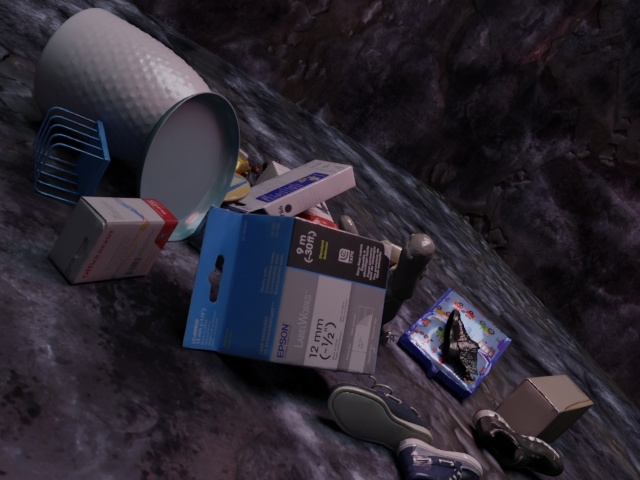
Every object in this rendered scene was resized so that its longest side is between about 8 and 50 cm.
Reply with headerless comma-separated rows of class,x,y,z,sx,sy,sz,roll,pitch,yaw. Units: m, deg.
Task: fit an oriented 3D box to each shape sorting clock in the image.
shape sorting clock,-0.279,-0.142,1.589,0.206,0.040,0.206,12,23,-5

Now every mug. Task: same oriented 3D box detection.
mug,-0.407,-0.290,1.450,0.328,0.276,0.374,31,-21,7

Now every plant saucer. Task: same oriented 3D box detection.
plant saucer,-0.274,-0.153,1.307,0.043,0.318,0.317,21,12,21

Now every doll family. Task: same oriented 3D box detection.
doll family,-0.152,-0.196,1.964,0.111,0.076,0.193,64,10,-10

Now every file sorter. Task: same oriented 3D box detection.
file sorter,-0.483,-0.162,1.219,0.104,0.118,0.170,19,25,-35

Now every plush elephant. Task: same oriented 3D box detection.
plush elephant,0.093,0.066,1.473,0.255,0.271,0.330,-117,-168,-44

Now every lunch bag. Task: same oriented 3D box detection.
lunch bag,0.339,0.286,1.681,0.221,0.138,0.293,42,35,14

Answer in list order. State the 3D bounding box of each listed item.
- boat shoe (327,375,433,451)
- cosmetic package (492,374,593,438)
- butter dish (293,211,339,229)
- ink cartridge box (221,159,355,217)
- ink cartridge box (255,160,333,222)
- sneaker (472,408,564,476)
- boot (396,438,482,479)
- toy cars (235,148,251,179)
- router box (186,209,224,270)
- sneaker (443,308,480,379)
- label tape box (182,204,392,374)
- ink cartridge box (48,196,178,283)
boat shoe,0.108,0.315,1.174,0.254,0.095,0.079,29,21,-27
cosmetic package,0.567,0.438,1.632,0.309,0.160,0.113,11,32,-52
butter dish,0.000,0.000,1.634,0.159,0.118,0.160,21,63,-41
ink cartridge box,-0.087,-0.117,1.617,0.332,0.065,0.165,-26,27,-30
ink cartridge box,-0.071,-0.094,1.809,0.172,0.100,0.237,23,30,-36
sneaker,0.449,0.481,1.443,0.234,0.078,0.106,33,21,-1
boot,0.225,0.434,1.167,0.190,0.069,0.086,22,29,-19
toy cars,-0.331,-0.260,1.792,0.393,0.087,0.176,21,24,-41
router box,-0.210,0.002,1.359,0.122,0.092,0.038,37,18,3
sneaker,0.360,0.258,1.605,0.089,0.051,0.170,20,50,-3
label tape box,-0.045,0.094,1.127,0.347,0.249,0.115,16,-10,-37
ink cartridge box,-0.342,-0.004,1.065,0.072,0.127,0.175,42,18,19
